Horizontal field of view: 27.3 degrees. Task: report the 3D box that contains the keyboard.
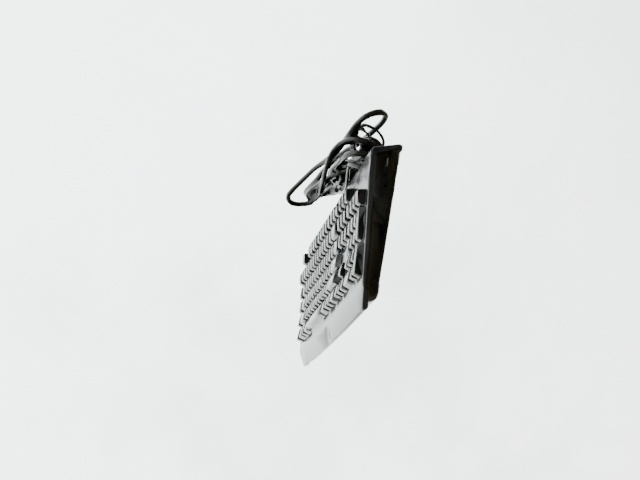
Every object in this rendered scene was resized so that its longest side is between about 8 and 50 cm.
[{"bbox_3d":[0.000,0.000,0.646,0.038,0.192,0.100,12,-106,-7],"label":"keyboard"}]
